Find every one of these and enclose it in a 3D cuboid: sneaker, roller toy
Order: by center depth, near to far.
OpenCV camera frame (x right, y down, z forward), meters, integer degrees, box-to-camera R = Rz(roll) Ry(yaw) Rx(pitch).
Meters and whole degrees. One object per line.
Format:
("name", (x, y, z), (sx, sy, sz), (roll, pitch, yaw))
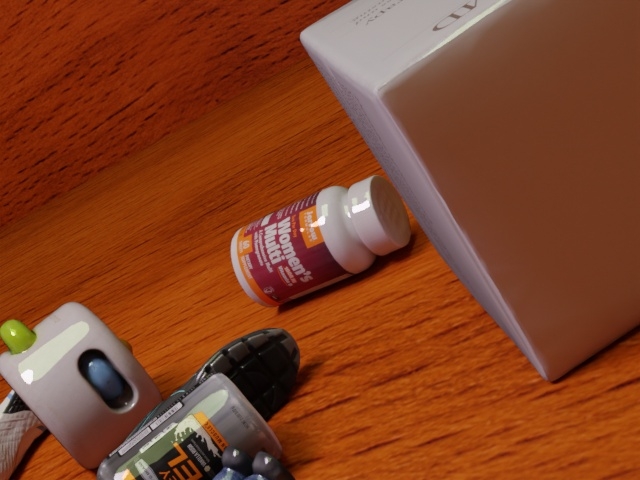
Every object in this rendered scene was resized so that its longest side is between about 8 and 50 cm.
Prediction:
("sneaker", (-0.140, 0.190, 1.180), (0.267, 0.101, 0.106), (-40, 18, -18))
("roller toy", (-0.300, 0.182, 1.324), (0.146, 0.209, 0.191), (-41, 59, -18))
("sneaker", (-0.451, 0.278, 1.498), (0.086, 0.085, 0.237), (-31, 15, 31))

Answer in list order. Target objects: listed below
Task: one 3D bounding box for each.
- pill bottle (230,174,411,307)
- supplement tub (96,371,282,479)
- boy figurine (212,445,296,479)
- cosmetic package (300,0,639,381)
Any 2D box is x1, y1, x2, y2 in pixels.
("pill bottle", (0.000, 0.000, 1.374), (0.221, 0.121, 0.121), (-24, 22, 28))
("supplement tub", (-0.143, 0.234, 1.055), (0.190, 0.117, 0.117), (-39, 20, -13))
("boy figurine", (-0.128, 0.306, 0.899), (0.177, 0.092, 0.285), (-7, 34, 51))
("cosmetic package", (0.223, -0.138, 1.038), (0.329, 0.327, 0.393), (-33, 20, 1))
